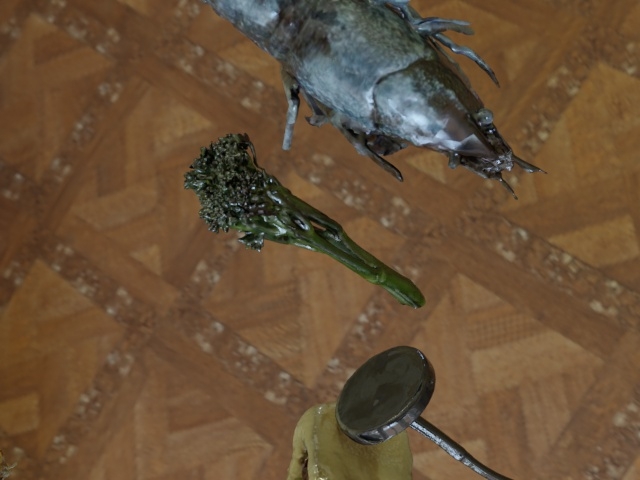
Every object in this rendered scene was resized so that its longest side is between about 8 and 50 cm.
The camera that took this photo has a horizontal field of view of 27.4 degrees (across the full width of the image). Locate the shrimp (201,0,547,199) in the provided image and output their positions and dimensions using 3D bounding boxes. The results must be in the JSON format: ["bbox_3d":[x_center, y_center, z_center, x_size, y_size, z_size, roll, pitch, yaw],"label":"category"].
[{"bbox_3d":[0.015,-0.175,1.150,0.221,0.410,0.166,-53,12,21],"label":"shrimp"}]

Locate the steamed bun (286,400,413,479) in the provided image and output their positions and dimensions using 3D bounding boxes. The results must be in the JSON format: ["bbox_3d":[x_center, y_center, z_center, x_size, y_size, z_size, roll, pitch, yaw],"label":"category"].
[{"bbox_3d":[0.017,0.295,1.553,0.155,0.140,0.172,-55,22,34],"label":"steamed bun"}]

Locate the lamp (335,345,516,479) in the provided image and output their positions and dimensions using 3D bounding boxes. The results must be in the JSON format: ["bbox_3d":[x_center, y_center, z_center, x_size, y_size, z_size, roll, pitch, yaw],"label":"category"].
[{"bbox_3d":[0.196,0.231,1.366,0.108,0.371,0.130,-41,21,48],"label":"lamp"}]

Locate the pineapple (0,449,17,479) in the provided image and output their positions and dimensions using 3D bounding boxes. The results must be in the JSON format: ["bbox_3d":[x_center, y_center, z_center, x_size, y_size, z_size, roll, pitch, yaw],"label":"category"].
[{"bbox_3d":[-0.595,0.434,1.768,0.344,0.209,0.286,1,101,-4],"label":"pineapple"}]

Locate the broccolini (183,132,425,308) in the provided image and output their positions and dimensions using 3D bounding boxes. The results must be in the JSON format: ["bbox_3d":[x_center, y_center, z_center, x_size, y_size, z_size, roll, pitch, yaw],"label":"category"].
[{"bbox_3d":[-0.009,0.007,0.880,0.058,0.201,0.074,-36,33,22],"label":"broccolini"}]
